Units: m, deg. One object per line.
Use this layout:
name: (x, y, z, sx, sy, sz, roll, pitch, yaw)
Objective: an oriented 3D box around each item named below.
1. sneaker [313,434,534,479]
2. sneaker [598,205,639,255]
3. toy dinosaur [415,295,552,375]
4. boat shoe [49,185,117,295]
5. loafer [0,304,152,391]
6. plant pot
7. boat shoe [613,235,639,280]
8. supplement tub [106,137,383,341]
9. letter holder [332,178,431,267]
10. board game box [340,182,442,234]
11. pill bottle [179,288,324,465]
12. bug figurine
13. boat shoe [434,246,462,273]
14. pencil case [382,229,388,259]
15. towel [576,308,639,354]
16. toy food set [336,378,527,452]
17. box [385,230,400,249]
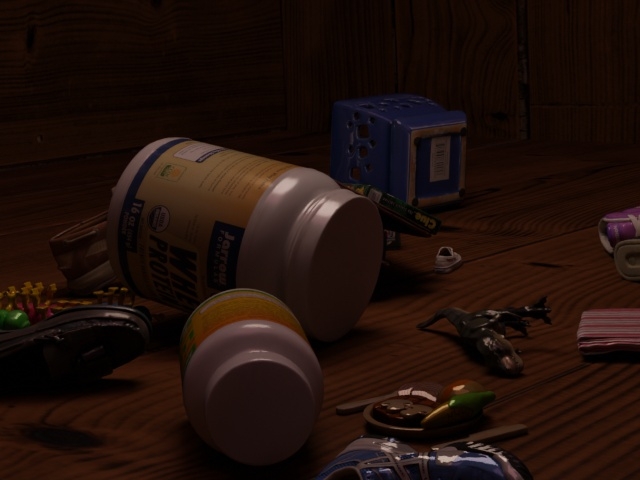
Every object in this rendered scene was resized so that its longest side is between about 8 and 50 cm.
sneaker: (0.081, 0.208, 1.071, 0.211, 0.080, 0.081, -7, 11, 43)
sneaker: (0.550, -0.011, 2.112, 0.161, 0.102, 0.282, -11, 1, -21)
toy dinosaur: (0.213, 0.105, 1.639, 0.118, 0.064, 0.268, -12, 9, -13)
boat shoe: (-0.279, -0.044, 2.076, 0.324, 0.116, 0.123, -35, 14, -6)
loafer: (-0.329, 0.143, 1.547, 0.267, 0.096, 0.084, -9, 29, 2)
plant pot: (0.172, -0.172, 2.740, 0.236, 0.236, 0.212, -10, 18, -39)
boat shoe: (0.529, 0.026, 1.917, 0.079, 0.084, 0.233, -9, 9, -28)
supplement tub: (-0.099, 0.001, 1.753, 0.316, 0.228, 0.228, 15, 18, 29)
letter holder: (0.000, 0.000, 2.030, 0.214, 0.152, 0.302, 24, -4, -29)
board game box: (0.080, -0.055, 2.109, 0.136, 0.030, 0.259, 27, -5, -19)
pill bottle: (-0.070, 0.136, 1.314, 0.136, 0.136, 0.246, -4, 10, -7)
bug figurine: (-0.338, 0.104, 1.733, 0.216, 0.072, 0.279, 5, 4, 11)
boat shoe: (0.205, 0.027, 2.141, 0.035, 0.035, 0.100, 1, 11, 21)
pencil case: (0.034, 0.009, 2.207, 0.151, 0.064, 0.070, -1, 24, 8)
towel: (0.391, 0.113, 1.637, 0.144, 0.029, 0.197, 0, 8, 14)
toy food set: (0.108, 0.168, 1.363, 0.132, 0.038, 0.192, -9, 12, -32)
box: (0.019, -0.028, 2.436, 0.216, 0.060, 0.270, -4, 10, -5)
